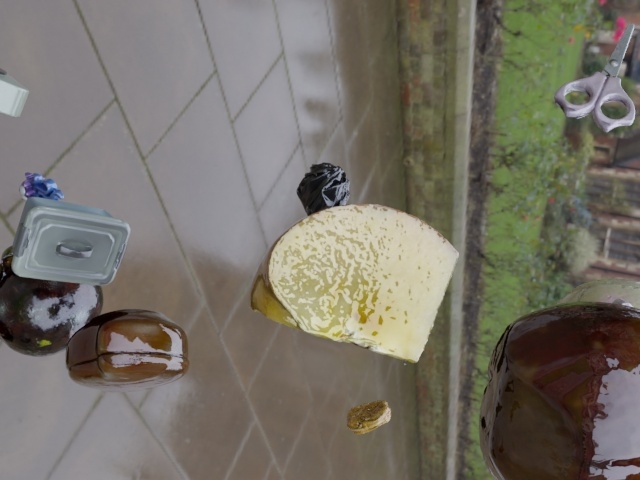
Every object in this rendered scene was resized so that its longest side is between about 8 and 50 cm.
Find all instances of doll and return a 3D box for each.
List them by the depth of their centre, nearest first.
[{"bbox_3d":[-0.717,-0.124,1.721,0.067,0.206,0.110,-32,116,-42],"label":"doll"}]

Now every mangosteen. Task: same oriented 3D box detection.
[{"bbox_3d":[-0.694,0.147,1.678,0.288,0.288,0.288,11,90,-71],"label":"mangosteen"}]

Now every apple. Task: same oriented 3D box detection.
[{"bbox_3d":[0.043,0.077,1.153,0.252,0.309,0.314,-79,-165,-44],"label":"apple"}]

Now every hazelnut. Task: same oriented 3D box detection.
[{"bbox_3d":[0.259,0.172,0.633,0.234,0.218,0.218,91,20,-54],"label":"hazelnut"}]

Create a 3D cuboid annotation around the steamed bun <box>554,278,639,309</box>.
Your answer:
[{"bbox_3d":[0.572,0.205,1.283,0.312,0.334,0.233,-98,176,-46],"label":"steamed bun"}]

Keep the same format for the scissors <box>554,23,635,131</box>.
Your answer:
[{"bbox_3d":[0.376,-0.219,0.872,0.189,0.100,0.015,-58,162,-25],"label":"scissors"}]

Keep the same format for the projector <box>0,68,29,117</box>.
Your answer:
[{"bbox_3d":[-0.588,-0.260,0.978,0.259,0.257,0.079,18,99,-40],"label":"projector"}]

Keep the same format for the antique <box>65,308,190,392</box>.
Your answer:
[{"bbox_3d":[-0.359,0.210,1.254,0.278,0.224,0.129,118,-33,-67],"label":"antique"}]

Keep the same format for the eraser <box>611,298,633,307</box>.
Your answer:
[{"bbox_3d":[0.482,0.152,1.118,0.105,0.065,0.026,-42,-169,5],"label":"eraser"}]

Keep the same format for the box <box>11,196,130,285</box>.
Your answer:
[{"bbox_3d":[-0.541,0.000,1.445,0.227,0.130,0.162,11,109,-39],"label":"box"}]

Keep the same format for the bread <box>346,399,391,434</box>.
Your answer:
[{"bbox_3d":[0.111,0.409,1.553,0.083,0.111,0.044,-61,129,-71],"label":"bread"}]

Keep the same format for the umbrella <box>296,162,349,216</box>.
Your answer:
[{"bbox_3d":[0.000,0.000,1.468,0.118,0.118,0.340,-15,114,-69],"label":"umbrella"}]
